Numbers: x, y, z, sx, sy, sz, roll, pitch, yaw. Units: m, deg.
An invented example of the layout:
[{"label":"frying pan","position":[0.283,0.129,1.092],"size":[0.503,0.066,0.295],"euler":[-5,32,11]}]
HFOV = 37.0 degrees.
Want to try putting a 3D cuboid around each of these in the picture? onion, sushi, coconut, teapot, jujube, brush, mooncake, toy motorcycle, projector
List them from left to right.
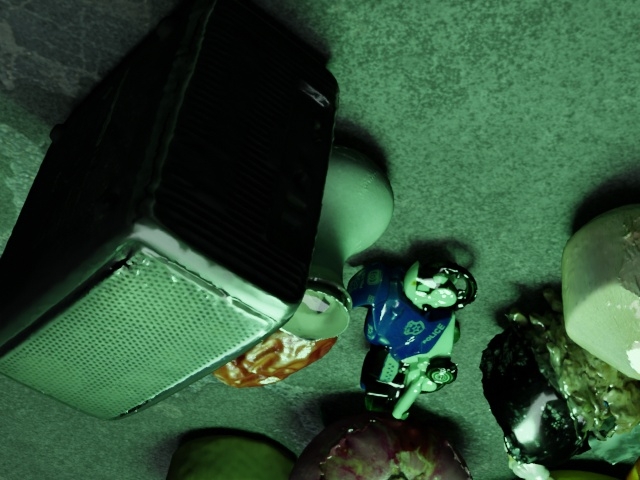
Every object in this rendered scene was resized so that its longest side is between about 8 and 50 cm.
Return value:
[{"label":"projector","position":[-0.198,-0.037,1.149],"size":[0.242,0.395,0.405],"euler":[34,136,-26]},{"label":"mooncake","position":[-0.182,0.518,1.980],"size":[0.284,0.155,0.284],"euler":[4,139,4]},{"label":"jujube","position":[-0.080,0.134,1.496],"size":[0.250,0.174,0.174],"euler":[-25,128,38]},{"label":"teapot","position":[0.000,0.000,1.262],"size":[0.183,0.251,0.183],"euler":[7,139,6]},{"label":"brush","position":[0.035,0.380,1.865],"size":[0.032,0.043,0.193],"euler":[-18,134,4]},{"label":"onion","position":[0.093,0.500,1.756],"size":[0.358,0.358,0.345],"euler":[34,137,-25]},{"label":"toy motorcycle","position":[0.129,0.142,1.511],"size":[0.196,0.125,0.331],"euler":[10,137,2]},{"label":"sushi","position":[0.376,0.210,1.451],"size":[0.218,0.225,0.238],"euler":[-29,132,29]},{"label":"coconut","position":[0.430,0.076,1.275],"size":[0.224,0.234,0.224],"euler":[3,135,3]}]

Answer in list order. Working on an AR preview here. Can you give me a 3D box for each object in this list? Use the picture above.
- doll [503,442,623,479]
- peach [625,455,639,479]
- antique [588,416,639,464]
[{"label":"doll","position":[0.430,0.527,1.871],"size":[0.348,0.161,0.423],"euler":[31,136,-8]},{"label":"peach","position":[0.640,0.447,1.627],"size":[0.243,0.243,0.199],"euler":[11,98,-1]},{"label":"antique","position":[0.542,0.301,1.627],"size":[0.086,0.088,0.183],"euler":[33,134,-25]}]
